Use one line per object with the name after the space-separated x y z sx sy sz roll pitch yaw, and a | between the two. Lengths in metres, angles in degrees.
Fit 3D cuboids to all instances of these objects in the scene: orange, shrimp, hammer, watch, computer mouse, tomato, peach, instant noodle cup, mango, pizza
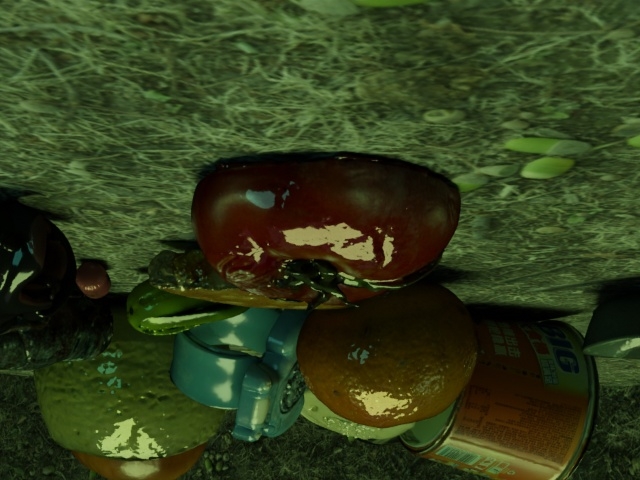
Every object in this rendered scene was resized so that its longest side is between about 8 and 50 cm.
0.083 0.139 1.163 0.224 0.170 0.224 -10 -173 1 | orange
-0.426 0.109 1.206 0.172 0.137 0.372 -26 156 31 | shrimp
-0.285 0.049 1.167 0.043 0.043 0.083 3 169 -6 | hammer
-0.114 0.157 1.275 0.193 0.211 0.211 23 176 23 | watch
0.445 0.119 1.279 0.167 0.090 0.379 4 175 14 | computer mouse
-0.001 0.004 0.782 0.228 0.101 0.228 3 165 1 | tomato
-0.410 0.383 2.112 0.343 0.301 0.343 7 173 1 | peach
0.257 0.238 1.459 0.214 0.296 0.296 16 163 -20 | instant noodle cup
-0.168 0.077 1.207 0.165 0.074 0.091 -8 164 -13 | mango
-0.073 0.044 1.063 0.246 0.058 0.127 4 170 -11 | pizza

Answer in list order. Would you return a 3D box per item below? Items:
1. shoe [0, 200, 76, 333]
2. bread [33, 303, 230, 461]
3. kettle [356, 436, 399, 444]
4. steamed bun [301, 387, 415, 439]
-0.310 0.025 0.917 0.137 0.114 0.291 -1 165 -12 | shoe
-0.301 0.214 1.510 0.321 0.237 0.320 4 -177 0 | bread
0.167 0.266 1.737 0.251 0.207 0.271 12 158 -12 | kettle
0.059 0.184 1.389 0.155 0.200 0.250 32 153 -21 | steamed bun
